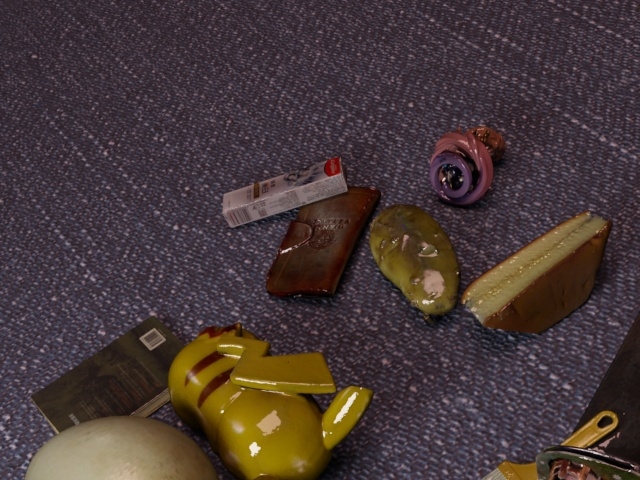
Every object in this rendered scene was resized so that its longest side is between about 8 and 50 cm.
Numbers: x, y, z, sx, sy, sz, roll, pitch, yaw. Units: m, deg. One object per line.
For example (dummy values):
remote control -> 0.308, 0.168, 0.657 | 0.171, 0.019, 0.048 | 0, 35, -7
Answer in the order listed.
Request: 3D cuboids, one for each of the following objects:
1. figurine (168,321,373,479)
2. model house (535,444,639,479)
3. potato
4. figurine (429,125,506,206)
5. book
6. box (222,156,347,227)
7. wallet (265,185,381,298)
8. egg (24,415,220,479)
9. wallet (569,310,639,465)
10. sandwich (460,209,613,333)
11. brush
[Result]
figurine -> -0.077, 0.226, 1.429 | 0.218, 0.169, 0.327 | -37, 47, -15
model house -> 0.356, 0.364, 1.150 | 0.294, 0.207, 0.154 | 14, 54, 28
potato -> 0.149, 0.028, 1.623 | 0.117, 0.090, 0.225 | -31, 47, 5
figurine -> 0.246, -0.143, 1.755 | 0.114, 0.126, 0.157 | 37, 55, -10
book -> -0.308, 0.218, 1.604 | 0.228, 0.024, 0.160 | -35, 46, -19
box -> -0.060, -0.082, 1.801 | 0.218, 0.039, 0.055 | -18, 37, 10
wallet -> 0.000, 0.000, 1.733 | 0.137, 0.031, 0.255 | 3, 44, 24
egg -> -0.258, 0.330, 1.345 | 0.295, 0.218, 0.218 | 5, 46, 39
wallet -> 0.474, 0.185, 1.414 | 0.170, 0.044, 0.321 | 19, 56, 31
sandwich -> 0.321, 0.058, 1.546 | 0.258, 0.096, 0.094 | -32, 40, -14
brush -> 0.299, 0.283, 1.356 | 0.205, 0.011, 0.083 | -35, 48, -5
